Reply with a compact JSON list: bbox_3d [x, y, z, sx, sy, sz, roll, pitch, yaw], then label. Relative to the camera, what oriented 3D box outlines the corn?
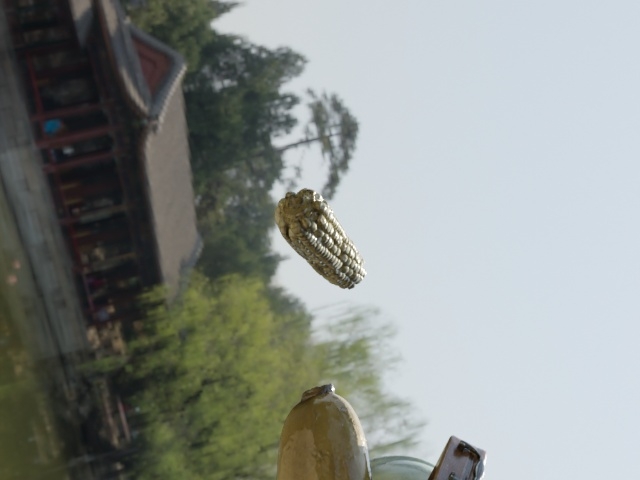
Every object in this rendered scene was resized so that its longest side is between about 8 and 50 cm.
[{"bbox_3d":[0.000,0.000,1.479,0.211,0.087,0.087,54,10,-53],"label":"corn"}]

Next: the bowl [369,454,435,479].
[{"bbox_3d":[0.143,0.521,1.687,0.163,0.307,0.307,131,-56,-69],"label":"bowl"}]

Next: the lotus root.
[{"bbox_3d":[0.007,0.370,1.484,0.131,0.146,0.303,14,73,-73],"label":"lotus root"}]

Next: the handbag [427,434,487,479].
[{"bbox_3d":[0.197,0.396,1.528,0.151,0.072,0.193,-69,168,23],"label":"handbag"}]
